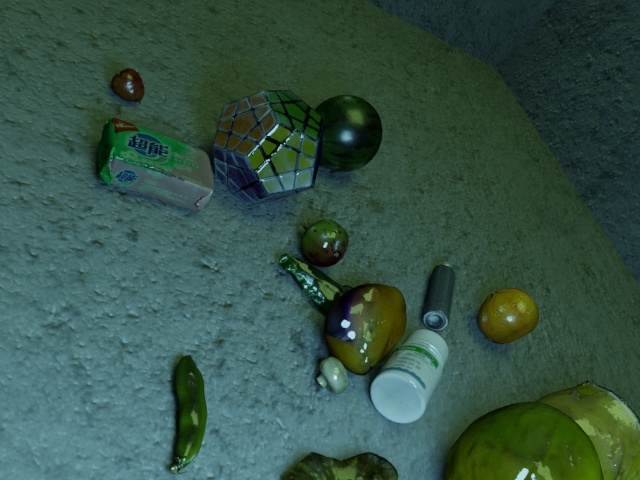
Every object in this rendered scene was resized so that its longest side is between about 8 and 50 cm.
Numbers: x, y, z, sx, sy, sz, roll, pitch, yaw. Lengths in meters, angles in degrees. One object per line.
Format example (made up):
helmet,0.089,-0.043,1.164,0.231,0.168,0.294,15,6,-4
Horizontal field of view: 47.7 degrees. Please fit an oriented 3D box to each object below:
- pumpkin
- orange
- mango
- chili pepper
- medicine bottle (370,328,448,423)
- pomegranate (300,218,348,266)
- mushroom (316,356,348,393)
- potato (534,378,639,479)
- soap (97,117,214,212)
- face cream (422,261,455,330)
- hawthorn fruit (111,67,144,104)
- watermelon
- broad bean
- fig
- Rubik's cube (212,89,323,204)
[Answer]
pumpkin,0.052,0.510,1.367,0.258,0.095,0.290,13,31,-18
orange,0.551,0.222,2.128,0.177,0.177,0.155,2,67,-44
mango,0.111,0.196,1.712,0.152,0.201,0.287,24,16,20
chili pepper,-0.014,0.106,1.803,0.216,0.062,0.108,33,34,-9
medicine bottle,0.219,0.314,1.721,0.139,0.139,0.237,43,35,3
pomegranate,-0.003,0.006,1.893,0.129,0.159,0.129,-6,98,-43
mushroom,0.026,0.302,1.607,0.083,0.067,0.083,57,-7,11
potato,0.635,0.570,1.819,0.296,0.290,0.397,-21,105,-24
soap,-0.392,-0.180,1.726,0.273,0.098,0.218,20,32,-32
face cream,0.349,0.151,2.103,0.073,0.073,0.283,36,33,-8
hawthorn fruit,-0.501,-0.400,1.900,0.093,0.081,0.081,61,25,-25
watermelon,0.075,-0.330,2.236,0.242,0.242,0.242,26,36,-21
broad bean,-0.242,0.316,1.342,0.065,0.046,0.254,11,42,-18
fig,0.448,0.501,1.551,0.343,0.343,0.343,26,36,-21
Rubik's cube,-0.134,-0.244,1.904,0.264,0.319,0.319,11,35,3
